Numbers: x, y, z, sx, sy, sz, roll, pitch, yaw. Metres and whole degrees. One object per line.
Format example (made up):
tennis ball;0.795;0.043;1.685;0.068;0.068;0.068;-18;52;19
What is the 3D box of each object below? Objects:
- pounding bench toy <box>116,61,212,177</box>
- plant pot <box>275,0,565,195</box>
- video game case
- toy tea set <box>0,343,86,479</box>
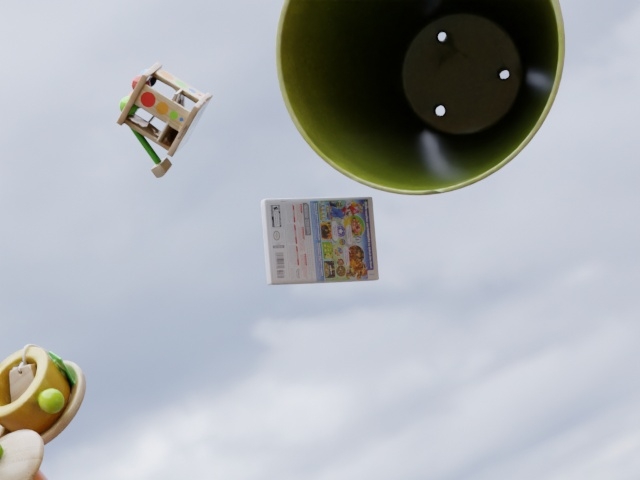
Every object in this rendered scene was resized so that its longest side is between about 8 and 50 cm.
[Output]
pounding bench toy;-0.146;-0.104;1.689;0.083;0.065;0.052;-59;0;20
plant pot;0.122;-0.181;1.932;0.274;0.275;0.293;-27;-5;12
video game case;0.000;0.000;1.956;0.122;0.087;0.011;-2;-7;-25
toy tea set;-0.310;0.136;1.532;0.336;0.200;0.124;5;-34;46
